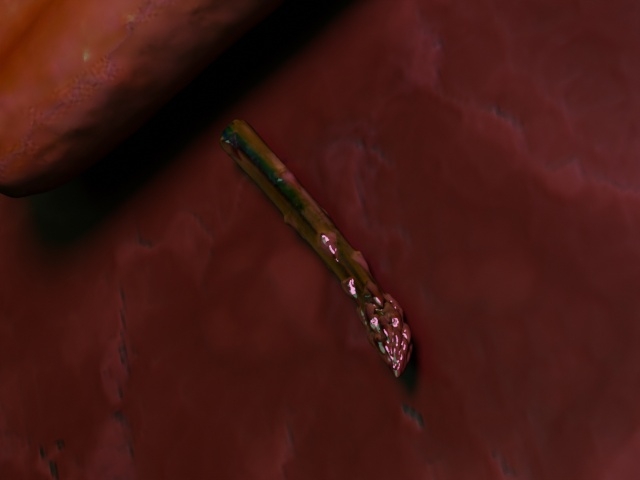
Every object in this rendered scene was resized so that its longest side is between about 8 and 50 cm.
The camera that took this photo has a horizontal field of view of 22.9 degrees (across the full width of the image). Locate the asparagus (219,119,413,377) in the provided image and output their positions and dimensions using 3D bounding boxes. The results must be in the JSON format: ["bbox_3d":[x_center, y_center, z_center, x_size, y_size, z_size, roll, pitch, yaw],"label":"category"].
[{"bbox_3d":[0.000,0.000,0.488,0.015,0.014,0.114,-41,53,2],"label":"asparagus"}]

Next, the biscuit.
[{"bbox_3d":[-0.045,-0.175,0.536,0.290,0.062,0.237,-39,56,27],"label":"biscuit"}]
